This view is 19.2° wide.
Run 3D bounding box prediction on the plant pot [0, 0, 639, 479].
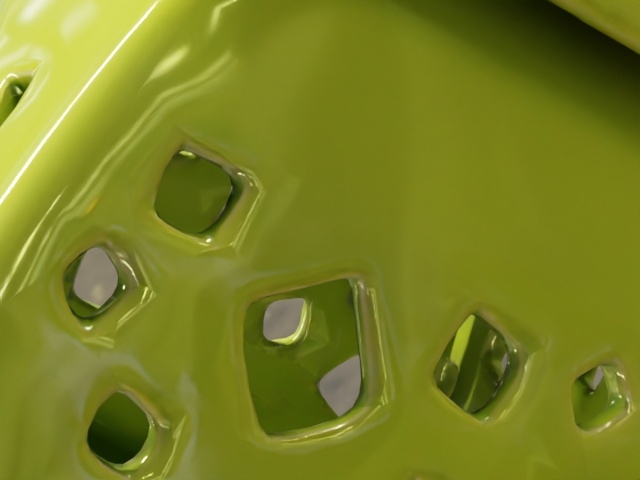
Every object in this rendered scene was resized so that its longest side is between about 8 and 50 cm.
[{"bbox_3d":[0.000,0.000,0.470,0.207,0.227,0.228,-64,24,0],"label":"plant pot"}]
